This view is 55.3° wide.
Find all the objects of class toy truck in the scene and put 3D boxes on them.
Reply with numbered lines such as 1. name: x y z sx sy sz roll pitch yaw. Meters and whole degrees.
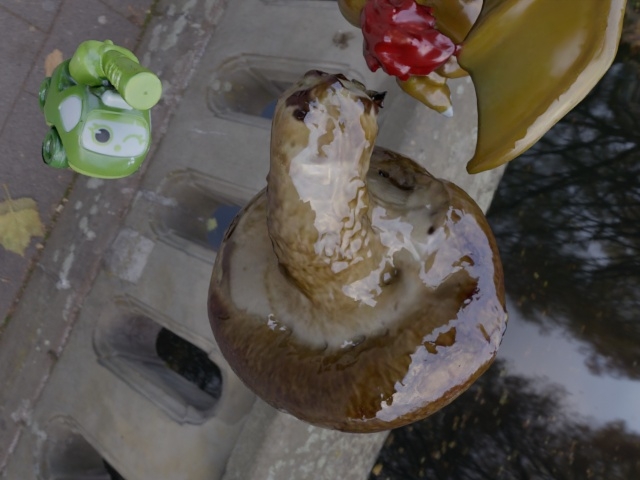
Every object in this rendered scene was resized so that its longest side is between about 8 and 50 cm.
1. toy truck: -0.316 -0.208 0.897 0.148 0.187 0.211 3 136 -41

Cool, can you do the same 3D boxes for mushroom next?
1. mushroom: 0.004 0.015 0.521 0.254 0.267 0.267 41 74 -20

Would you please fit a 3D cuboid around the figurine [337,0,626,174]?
1. figurine: 0.182 -0.270 0.471 0.268 0.387 0.401 12 52 -45
